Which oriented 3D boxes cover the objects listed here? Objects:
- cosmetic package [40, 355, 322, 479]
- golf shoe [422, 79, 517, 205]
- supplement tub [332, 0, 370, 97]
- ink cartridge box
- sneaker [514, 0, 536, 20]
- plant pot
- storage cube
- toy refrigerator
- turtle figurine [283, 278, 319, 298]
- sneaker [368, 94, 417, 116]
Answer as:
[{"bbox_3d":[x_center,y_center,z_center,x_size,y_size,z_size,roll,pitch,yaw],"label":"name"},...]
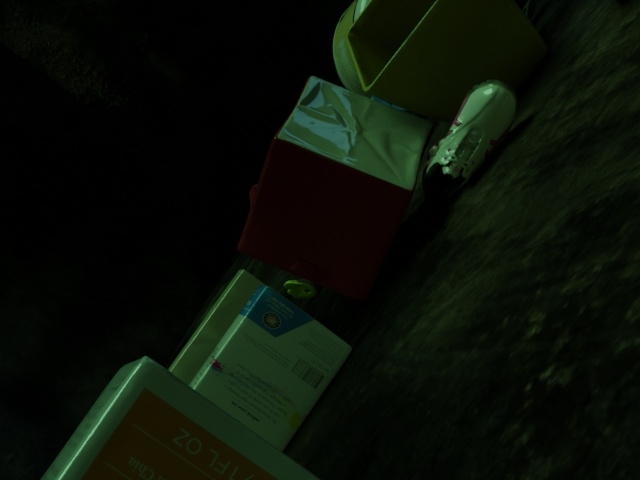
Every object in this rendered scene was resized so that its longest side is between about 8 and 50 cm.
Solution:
[{"bbox_3d":[-0.186,0.341,0.750,0.453,0.230,0.161,-57,9,-17],"label":"cosmetic package"},{"bbox_3d":[0.182,-0.114,1.175,0.186,0.067,0.086,120,174,-48],"label":"golf shoe"},{"bbox_3d":[0.156,-0.392,1.897,0.241,0.241,0.331,-55,8,-6],"label":"supplement tub"},{"bbox_3d":[-0.083,0.185,1.175,0.231,0.134,0.078,-54,8,-8],"label":"ink cartridge box"},{"bbox_3d":[0.287,-0.314,1.468,0.078,0.067,0.188,-8,45,58],"label":"sneaker"},{"bbox_3d":[0.181,-0.277,1.321,0.212,0.187,0.212,-50,25,22],"label":"plant pot"},{"bbox_3d":[0.020,-0.072,1.284,0.184,0.214,0.193,-66,-2,-52],"label":"storage cube"},{"bbox_3d":[-0.199,0.197,1.969,0.270,0.102,0.094,-55,8,-8],"label":"toy refrigerator"},{"bbox_3d":[0.000,0.000,1.697,0.270,0.087,0.217,102,-171,-46],"label":"turtle figurine"},{"bbox_3d":[0.089,-0.107,1.638,0.140,0.125,0.341,98,-164,-47],"label":"sneaker"}]
